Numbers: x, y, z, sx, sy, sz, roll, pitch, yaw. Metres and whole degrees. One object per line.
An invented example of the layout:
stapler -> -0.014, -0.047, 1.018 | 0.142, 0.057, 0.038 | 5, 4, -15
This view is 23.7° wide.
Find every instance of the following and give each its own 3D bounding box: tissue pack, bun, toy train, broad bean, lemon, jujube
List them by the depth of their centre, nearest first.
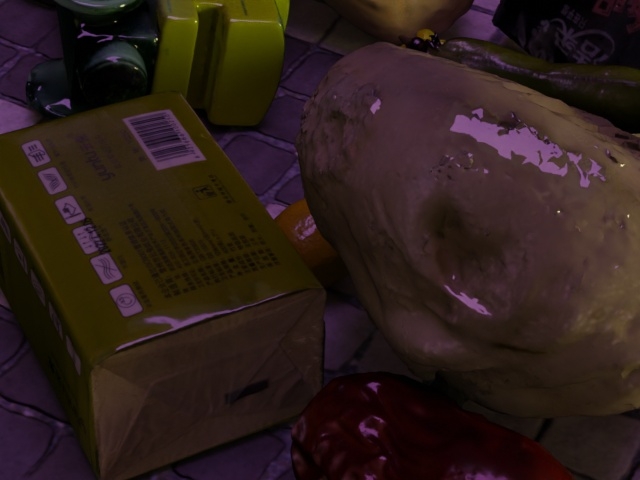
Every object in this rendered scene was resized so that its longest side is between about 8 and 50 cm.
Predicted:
jujube -> 0.082, 0.185, 1.116 | 0.155, 0.155, 0.230 | -28, 46, -30
bun -> 0.142, -0.007, 1.179 | 0.362, 0.234, 0.326 | 31, 15, 14
tissue pack -> -0.144, 0.031, 1.253 | 0.200, 0.167, 0.275 | -19, 48, -21
lemon -> 0.000, 0.000, 1.364 | 0.110, 0.082, 0.082 | -30, 52, -24
broad bean -> 0.222, -0.139, 1.409 | 0.339, 0.077, 0.061 | 14, 71, 25
tissue pack -> 0.337, -0.304, 1.552 | 0.123, 0.332, 0.245 | 1, 34, -43
toy train -> -0.175, -0.278, 1.597 | 0.272, 0.179, 0.442 | 0, 42, -16

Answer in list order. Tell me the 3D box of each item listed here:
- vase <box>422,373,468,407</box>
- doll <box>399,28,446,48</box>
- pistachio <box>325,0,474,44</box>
vase -> 0.124, 0.084, 1.295 | 0.060, 0.060, 0.211 | 16, 42, 13
doll -> 0.099, -0.124, 1.497 | 0.135, 0.099, 0.241 | 6, 43, 13
pistachio -> 0.049, -0.357, 1.617 | 0.193, 0.318, 0.214 | -35, 8, 1
